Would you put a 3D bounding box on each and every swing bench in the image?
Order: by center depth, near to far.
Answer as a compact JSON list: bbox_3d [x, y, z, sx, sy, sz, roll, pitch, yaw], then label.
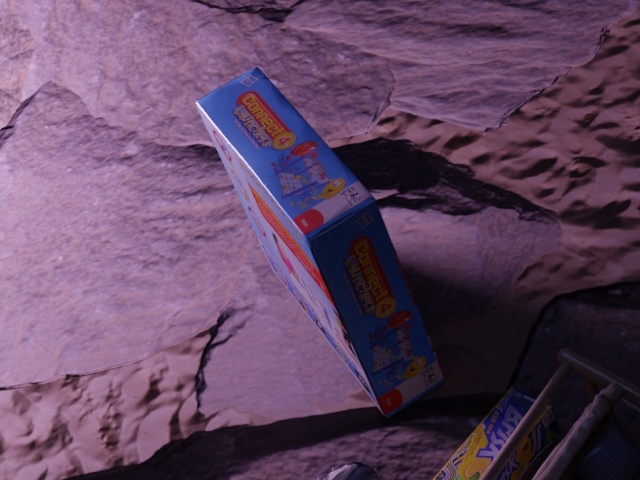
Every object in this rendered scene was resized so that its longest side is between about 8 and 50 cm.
[{"bbox_3d":[0.293,0.275,1.738,0.255,0.165,0.253,18,55,35],"label":"swing bench"}]

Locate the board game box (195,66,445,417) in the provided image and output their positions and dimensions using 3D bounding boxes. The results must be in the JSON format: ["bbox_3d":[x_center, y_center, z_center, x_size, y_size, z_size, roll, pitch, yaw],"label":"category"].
[{"bbox_3d":[0.000,0.000,2.041,0.086,0.302,0.308,-31,43,-8],"label":"board game box"}]

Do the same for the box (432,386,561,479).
[{"bbox_3d":[0.182,0.239,1.904,0.059,0.054,0.169,23,59,38],"label":"box"}]

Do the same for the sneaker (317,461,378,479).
[{"bbox_3d":[0.013,0.363,1.834,0.122,0.110,0.283,16,61,20],"label":"sneaker"}]
